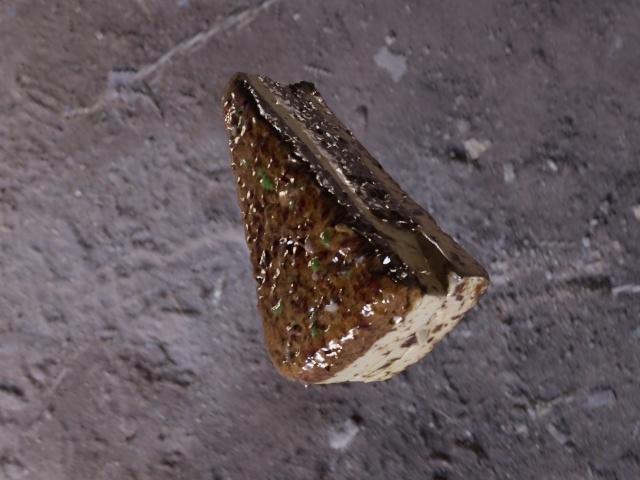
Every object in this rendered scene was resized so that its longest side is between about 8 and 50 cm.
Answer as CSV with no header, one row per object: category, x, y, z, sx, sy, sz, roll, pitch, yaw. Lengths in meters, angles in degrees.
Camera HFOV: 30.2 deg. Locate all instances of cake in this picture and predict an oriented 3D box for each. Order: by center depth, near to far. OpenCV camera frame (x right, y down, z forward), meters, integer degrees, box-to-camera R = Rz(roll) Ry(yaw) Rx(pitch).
cake,-0.008,-0.003,0.870,0.246,0.112,0.135,50,120,33
